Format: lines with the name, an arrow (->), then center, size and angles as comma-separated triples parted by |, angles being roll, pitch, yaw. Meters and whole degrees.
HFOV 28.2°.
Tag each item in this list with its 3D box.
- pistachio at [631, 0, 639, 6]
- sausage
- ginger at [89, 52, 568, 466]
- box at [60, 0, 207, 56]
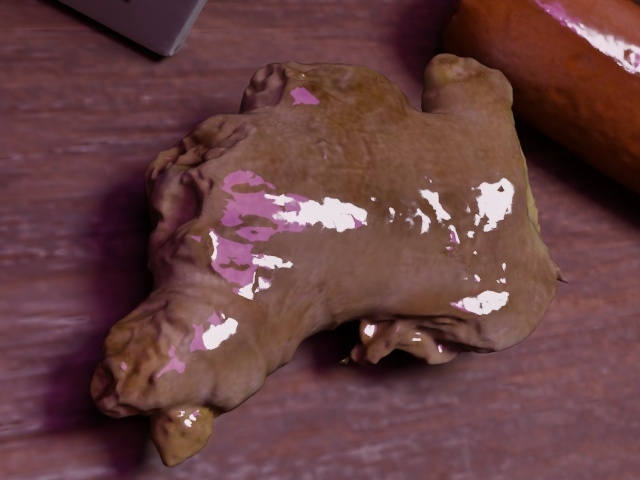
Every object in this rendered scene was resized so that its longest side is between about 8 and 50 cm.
pistachio -> 0.166, -0.173, 0.620 | 0.238, 0.153, 0.138 | 29, 17, -13
sausage -> 0.145, -0.065, 0.590 | 0.197, 0.076, 0.076 | 33, 56, -10
ginger -> -0.001, -0.005, 0.492 | 0.213, 0.074, 0.137 | -16, 74, -25
box -> -0.073, -0.221, 0.402 | 0.210, 0.330, 0.095 | 27, 57, -12
